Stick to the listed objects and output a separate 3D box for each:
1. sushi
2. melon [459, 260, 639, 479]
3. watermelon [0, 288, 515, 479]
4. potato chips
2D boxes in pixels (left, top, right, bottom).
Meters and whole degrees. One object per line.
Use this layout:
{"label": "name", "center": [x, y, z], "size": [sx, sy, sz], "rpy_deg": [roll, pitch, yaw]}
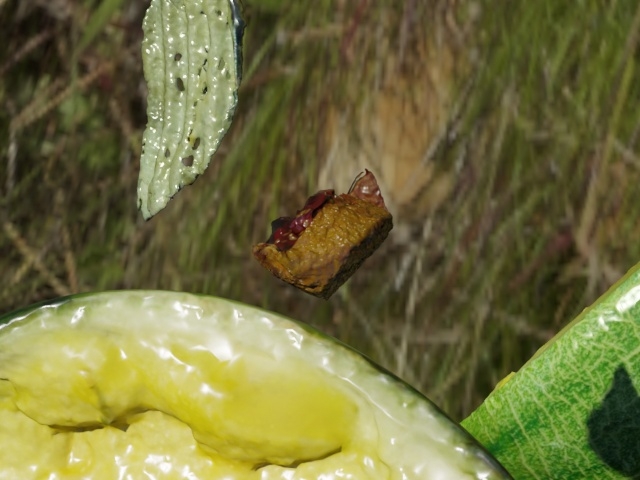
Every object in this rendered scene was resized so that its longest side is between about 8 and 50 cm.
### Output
{"label": "sushi", "center": [0.000, 0.000, 0.951], "size": [0.047, 0.099, 0.050], "rpy_deg": [42, 123, 9]}
{"label": "melon", "center": [0.247, 0.106, 1.455], "size": [0.323, 0.124, 0.196], "rpy_deg": [-38, 113, 6]}
{"label": "watermelon", "center": [-0.045, 0.185, 0.742], "size": [0.331, 0.189, 0.330], "rpy_deg": [0, 92, 5]}
{"label": "potato chips", "center": [-0.095, -0.106, 1.339], "size": [0.092, 0.028, 0.207], "rpy_deg": [16, 107, 34]}
